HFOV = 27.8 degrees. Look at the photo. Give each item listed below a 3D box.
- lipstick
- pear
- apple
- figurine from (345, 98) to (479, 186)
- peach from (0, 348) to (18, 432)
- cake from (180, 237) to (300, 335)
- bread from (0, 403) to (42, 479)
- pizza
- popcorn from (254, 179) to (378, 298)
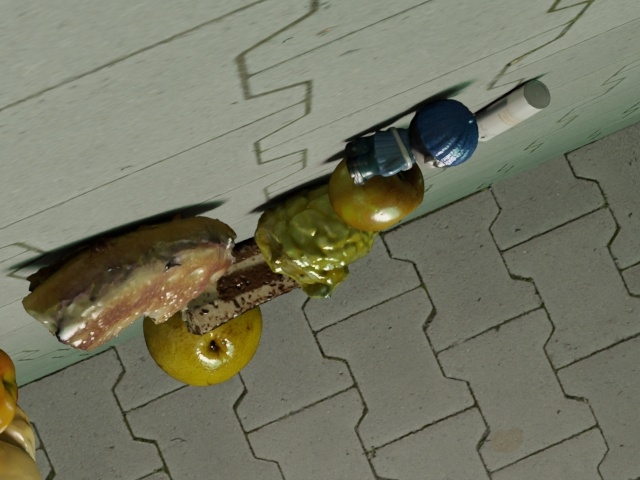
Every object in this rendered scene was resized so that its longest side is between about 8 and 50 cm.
[{"bbox_3d":[0.239,-0.164,1.656,0.040,0.040,0.141,-21,176,-27],"label":"lipstick"},{"bbox_3d":[-0.204,0.153,2.258,0.209,0.208,0.209,-23,176,-2],"label":"pear"},{"bbox_3d":[0.064,-0.065,1.543,0.102,0.099,0.114,-34,-172,37],"label":"apple"},{"bbox_3d":[0.101,-0.108,1.422,0.149,0.086,0.087,-13,139,15],"label":"figurine"},{"bbox_3d":[-0.494,0.215,1.832,0.138,0.138,0.138,-23,176,-2],"label":"peach"},{"bbox_3d":[-0.135,0.065,2.140,0.246,0.112,0.135,-25,180,-24],"label":"cake"},{"bbox_3d":[-0.602,0.396,1.995,0.424,0.329,0.245,-30,-148,28],"label":"bread"},{"bbox_3d":[-0.207,0.036,1.426,0.305,0.085,0.161,-22,155,-50],"label":"pizza"},{"bbox_3d":[-0.007,-0.010,1.740,0.173,0.142,0.173,-47,-176,4],"label":"popcorn"}]
